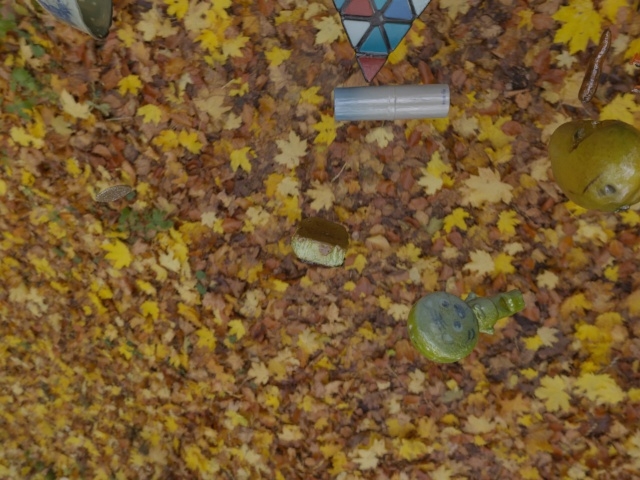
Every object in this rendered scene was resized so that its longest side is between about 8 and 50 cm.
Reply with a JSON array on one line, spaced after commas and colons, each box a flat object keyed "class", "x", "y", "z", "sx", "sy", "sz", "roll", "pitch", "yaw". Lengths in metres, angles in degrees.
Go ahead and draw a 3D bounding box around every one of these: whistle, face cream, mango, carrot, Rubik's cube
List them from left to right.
[{"class": "face cream", "x": 0.155, "y": -0.308, "z": 1.083, "sx": 0.250, "sy": 0.077, "sz": 0.077, "roll": -1, "pitch": 115, "yaw": 2}, {"class": "Rubik's cube", "x": 0.189, "y": -0.558, "z": 1.226, "sx": 0.234, "sy": 0.284, "sz": 0.249, "roll": -11, "pitch": 92, "yaw": 25}, {"class": "whistle", "x": 0.220, "y": 0.117, "z": 0.728, "sx": 0.198, "sy": 0.104, "sz": 0.057, "roll": -14, "pitch": 156, "yaw": -23}, {"class": "mango", "x": 0.538, "y": -0.157, "z": 0.955, "sx": 0.130, "sy": 0.262, "sz": 0.167, "roll": 0, "pitch": 113, "yaw": -9}, {"class": "carrot", "x": 0.611, "y": -0.387, "z": 1.077, "sx": 0.036, "sy": 0.035, "sz": 0.165, "roll": 12, "pitch": 101, "yaw": -1}]

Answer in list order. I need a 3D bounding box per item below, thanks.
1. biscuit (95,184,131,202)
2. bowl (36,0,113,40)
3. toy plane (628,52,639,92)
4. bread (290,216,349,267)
[{"class": "biscuit", "x": -0.683, "y": -0.155, "z": 1.602, "sx": 0.120, "sy": 0.120, "sz": 0.015, "roll": -27, "pitch": 85, "yaw": 16}, {"class": "bowl", "x": -0.524, "y": -0.561, "z": 0.950, "sx": 0.146, "sy": 0.313, "sz": 0.313, "roll": -2, "pitch": 115, "yaw": -9}, {"class": "toy plane", "x": 0.624, "y": -0.312, "z": 0.864, "sx": 0.135, "sy": 0.188, "sz": 0.062, "roll": 34, "pitch": 158, "yaw": 2}, {"class": "bread", "x": 0.000, "y": 0.000, "z": 1.165, "sx": 0.140, "sy": 0.128, "sz": 0.069, "roll": 12, "pitch": 121, "yaw": -11}]
